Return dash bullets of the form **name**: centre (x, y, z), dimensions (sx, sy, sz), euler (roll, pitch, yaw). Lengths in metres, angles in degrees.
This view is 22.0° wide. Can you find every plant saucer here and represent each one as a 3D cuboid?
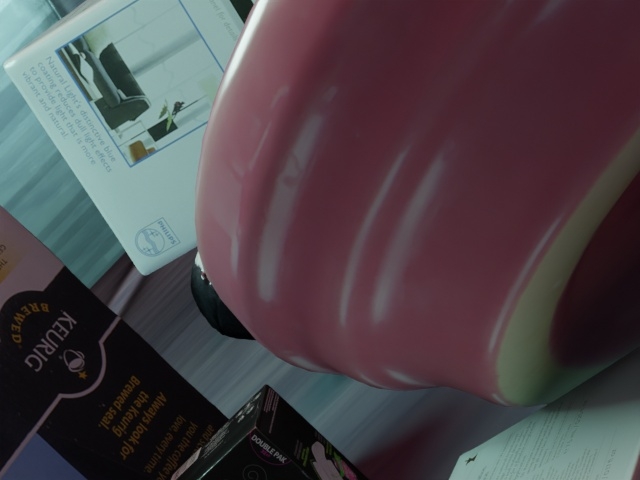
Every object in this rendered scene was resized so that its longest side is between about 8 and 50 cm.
- **plant saucer**: centre (0.120, -0.064, 0.473), dimensions (0.332, 0.084, 0.332), euler (-34, -22, -16)

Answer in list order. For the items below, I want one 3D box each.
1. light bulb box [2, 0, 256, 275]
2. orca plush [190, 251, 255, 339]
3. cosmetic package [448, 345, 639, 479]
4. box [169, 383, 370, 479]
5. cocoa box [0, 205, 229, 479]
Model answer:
- **light bulb box**: centre (-0.038, -0.197, 1.489), dimensions (0.361, 0.225, 0.358), euler (-29, 14, 16)
- **orca plush**: centre (0.000, 0.000, 1.071), dimensions (0.287, 0.151, 0.102), euler (-65, -11, -56)
- **cosmetic package**: centre (0.049, 0.125, 0.390), dimensions (0.099, 0.060, 0.239), euler (-37, 13, 39)
- **box**: centre (-0.015, 0.113, 0.667), dimensions (0.062, 0.083, 0.052), euler (-45, 8, 13)
- **cocoa box**: centre (-0.210, 0.192, 0.756), dimensions (0.231, 0.228, 0.347), euler (-40, 11, 37)
